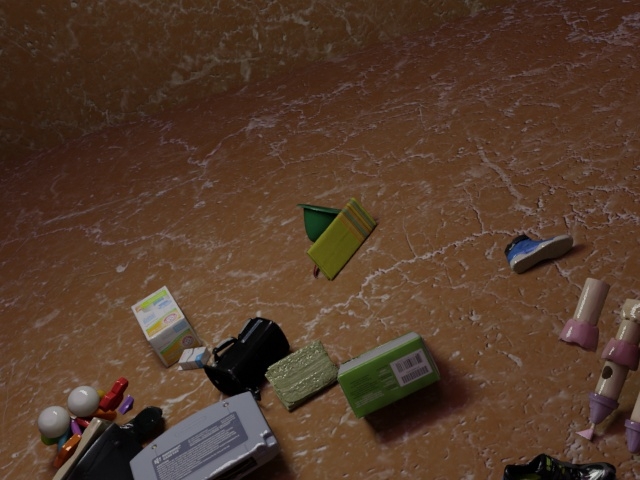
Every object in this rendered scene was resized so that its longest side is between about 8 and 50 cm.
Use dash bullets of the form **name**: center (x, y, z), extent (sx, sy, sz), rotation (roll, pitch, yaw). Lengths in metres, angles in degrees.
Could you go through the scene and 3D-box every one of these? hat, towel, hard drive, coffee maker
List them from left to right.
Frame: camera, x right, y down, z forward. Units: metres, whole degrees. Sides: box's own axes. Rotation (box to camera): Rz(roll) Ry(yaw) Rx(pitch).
- **hard drive**: center (-0.453, 0.528, 1.761), extent (0.054, 0.172, 0.255), rotation (-30, 20, 43)
- **coffee maker**: center (-0.154, 0.281, 1.978), extent (0.171, 0.120, 0.178), rotation (26, 56, 24)
- **towel**: center (-0.039, 0.297, 1.881), extent (0.148, 0.027, 0.110), rotation (-32, 70, -7)
- **hat**: center (0.000, 0.000, 2.355), extent (0.173, 0.184, 0.208), rotation (12, 5, 37)
- **towel**: center (0.057, -0.007, 2.252), extent (0.021, 0.102, 0.237), rotation (-25, 21, 53)

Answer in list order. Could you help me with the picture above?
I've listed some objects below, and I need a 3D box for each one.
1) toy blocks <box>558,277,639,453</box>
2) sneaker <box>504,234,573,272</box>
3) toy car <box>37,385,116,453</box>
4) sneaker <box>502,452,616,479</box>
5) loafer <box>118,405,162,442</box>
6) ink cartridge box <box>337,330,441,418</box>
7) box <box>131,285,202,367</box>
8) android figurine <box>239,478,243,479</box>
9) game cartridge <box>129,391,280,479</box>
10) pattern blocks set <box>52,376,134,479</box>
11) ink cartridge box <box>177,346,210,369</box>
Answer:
- **toy blocks**: center (0.586, 0.245, 1.410), extent (0.288, 0.309, 0.260), rotation (10, 78, 61)
- **sneaker**: center (0.495, 0.010, 1.936), extent (0.152, 0.058, 0.085), rotation (-28, 39, 10)
- **toy car**: center (-0.571, 0.444, 2.016), extent (0.182, 0.159, 0.136), rotation (-35, 68, -15)
- **sneaker**: center (0.394, 0.396, 1.407), extent (0.188, 0.078, 0.067), rotation (-10, 34, 24)
- **loafer**: center (-0.439, 0.449, 1.982), extent (0.170, 0.062, 0.061), rotation (-33, -8, 2)
- **ink cartridge box**: center (0.140, 0.273, 1.783), extent (0.188, 0.097, 0.255), rotation (-26, -4, 1)
- **box**: center (-0.408, 0.225, 2.237), extent (0.114, 0.103, 0.203), rotation (-32, 31, -9)
- **android figurine**: center (-0.256, 0.495, 1.767), extent (0.248, 0.056, 0.273), rotation (-28, 32, -4)
- **game cartridge**: center (-0.242, 0.437, 1.739), extent (0.294, 0.060, 0.196), rotation (-29, 38, -7)
- **pattern blocks set**: center (-0.511, 0.462, 1.823), extent (0.026, 0.285, 0.325), rotation (30, 62, 10)
- **ink cartridge box**: center (-0.325, 0.299, 2.138), extent (0.083, 0.028, 0.048), rotation (-11, 33, 24)
